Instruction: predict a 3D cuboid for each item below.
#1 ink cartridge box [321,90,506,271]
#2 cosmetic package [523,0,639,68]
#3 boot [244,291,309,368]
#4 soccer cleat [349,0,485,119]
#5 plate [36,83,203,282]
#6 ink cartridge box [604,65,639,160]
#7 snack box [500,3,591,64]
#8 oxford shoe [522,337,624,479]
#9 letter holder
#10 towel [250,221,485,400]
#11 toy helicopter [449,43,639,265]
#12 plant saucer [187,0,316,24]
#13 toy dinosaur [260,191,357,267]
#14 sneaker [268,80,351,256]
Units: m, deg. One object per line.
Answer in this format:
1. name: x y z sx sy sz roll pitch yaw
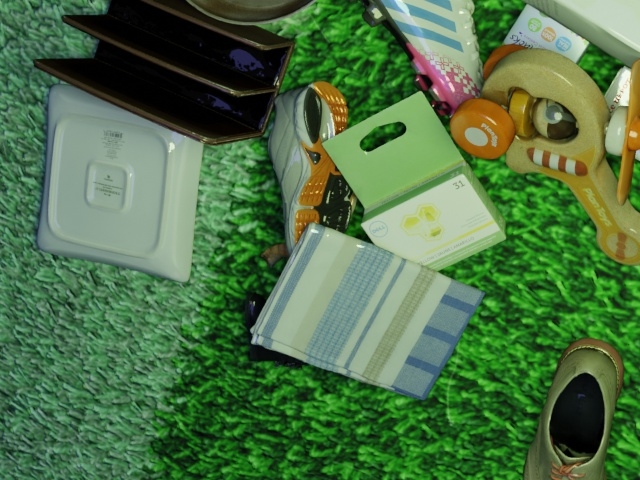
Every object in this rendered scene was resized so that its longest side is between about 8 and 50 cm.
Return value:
1. ink cartridge box: 0.129 -0.068 1.686 0.171 0.056 0.235 -26 115 23
2. cosmetic package: 0.359 -0.367 1.511 0.385 0.156 0.217 33 96 13
3. boot: -0.060 0.137 1.842 0.099 0.045 0.121 1 108 22
4. soccer cleat: 0.170 -0.276 1.635 0.143 0.116 0.331 -38 100 0
5. plate: -0.323 -0.088 1.894 0.277 0.045 0.278 12 104 18
6. ink cartridge box: 0.435 -0.157 1.599 0.135 0.056 0.099 32 108 12
7. snack box: 0.308 -0.270 1.633 0.100 0.037 0.141 36 110 12
8. oxford shoe: 0.337 0.313 1.685 0.123 0.130 0.348 9 103 18
9. letter holder: -0.226 -0.265 1.733 0.302 0.214 0.152 25 108 14
10. towel: 0.066 0.105 1.733 0.285 0.034 0.209 21 112 -14
11. toy helicopter: 0.348 -0.104 1.557 0.235 0.140 0.355 -8 129 47
12. plant saucer: -0.086 -0.456 1.714 0.310 0.050 0.311 0 90 16
13. toy dinosaur: 0.000 0.000 1.784 0.211 0.064 0.112 -32 87 22
14. sneaker: -0.025 -0.096 1.757 0.121 0.099 0.262 5 92 54
